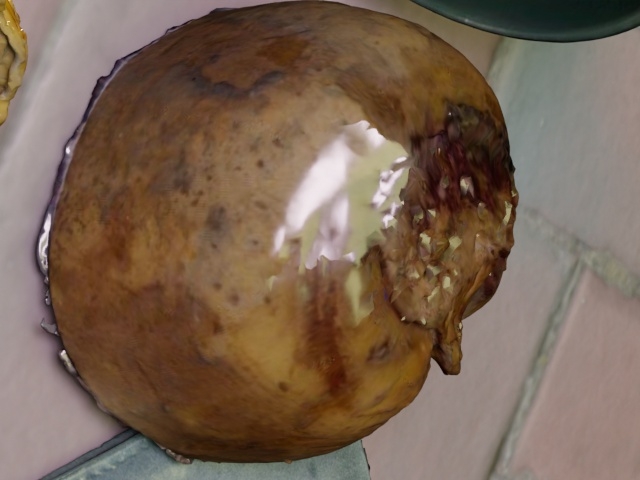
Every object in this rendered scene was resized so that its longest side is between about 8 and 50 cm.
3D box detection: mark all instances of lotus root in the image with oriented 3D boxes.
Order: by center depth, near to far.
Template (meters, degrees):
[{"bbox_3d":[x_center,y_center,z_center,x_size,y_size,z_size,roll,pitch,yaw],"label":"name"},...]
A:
[{"bbox_3d":[0.000,0.000,1.040,0.272,0.192,0.272,-2,94,-45],"label":"lotus root"}]

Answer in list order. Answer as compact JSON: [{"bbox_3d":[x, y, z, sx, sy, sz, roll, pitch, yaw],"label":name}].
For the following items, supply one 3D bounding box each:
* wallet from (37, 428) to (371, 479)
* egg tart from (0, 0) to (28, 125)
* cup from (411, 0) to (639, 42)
[{"bbox_3d":[-0.060,0.236,1.141,0.251,0.054,0.290,-30,117,-36],"label":"wallet"},{"bbox_3d":[-0.231,-0.076,0.860,0.212,0.090,0.212,-41,152,-28],"label":"egg tart"},{"bbox_3d":[0.128,-0.368,1.009,0.392,0.310,0.401,-54,132,-26],"label":"cup"}]
